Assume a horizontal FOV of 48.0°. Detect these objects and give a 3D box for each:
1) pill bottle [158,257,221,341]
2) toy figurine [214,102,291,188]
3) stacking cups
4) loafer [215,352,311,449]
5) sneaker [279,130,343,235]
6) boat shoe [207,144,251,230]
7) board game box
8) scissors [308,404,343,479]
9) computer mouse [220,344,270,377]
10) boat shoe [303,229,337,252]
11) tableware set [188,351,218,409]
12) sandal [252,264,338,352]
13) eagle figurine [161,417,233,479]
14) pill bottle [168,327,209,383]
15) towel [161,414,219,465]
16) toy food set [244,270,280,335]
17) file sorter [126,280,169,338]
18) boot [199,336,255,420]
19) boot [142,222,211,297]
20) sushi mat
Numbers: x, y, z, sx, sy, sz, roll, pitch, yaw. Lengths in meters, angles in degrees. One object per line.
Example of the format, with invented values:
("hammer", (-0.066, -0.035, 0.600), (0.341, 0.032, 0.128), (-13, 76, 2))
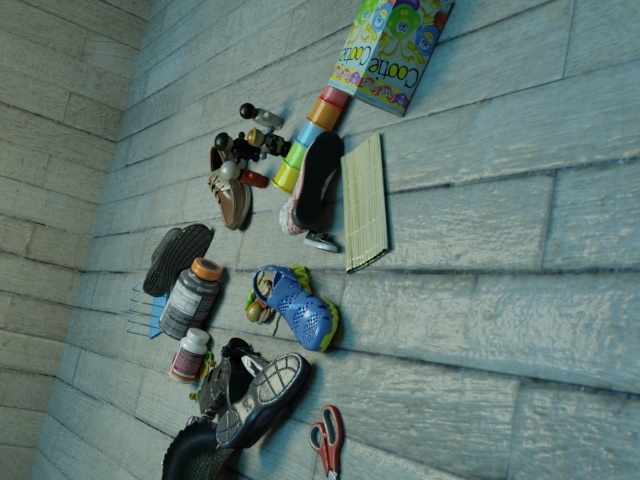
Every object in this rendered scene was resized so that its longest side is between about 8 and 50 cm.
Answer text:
("pill bottle", (-0.387, 0.175, 2.177), (0.246, 0.130, 0.130), (-62, 33, 16))
("toy figurine", (-0.204, -0.279, 2.095), (0.209, 0.148, 0.213), (-49, 37, 33))
("stacking cups", (-0.011, -0.265, 1.856), (0.316, 0.096, 0.096), (-59, 33, 13))
("loafer", (-0.122, 0.381, 1.693), (0.302, 0.095, 0.109), (-46, 41, 15))
("sneaker", (-0.031, -0.139, 1.806), (0.145, 0.090, 0.270), (-33, 38, 64))
("boat shoe", (-0.294, -0.167, 2.213), (0.123, 0.116, 0.324), (-47, 39, 35))
("board game box", (0.153, -0.440, 1.614), (0.144, 0.142, 0.275), (40, 109, 57))
("scissors", (0.029, 0.479, 1.468), (0.109, 0.021, 0.297), (-50, 36, 30))
("computer mouse", (-0.164, 0.313, 1.793), (0.193, 0.106, 0.042), (23, 96, 52))
("boat shoe", (0.000, 0.000, 1.730), (0.142, 0.049, 0.040), (17, 89, 61))
("tableware set", (-0.344, 0.406, 2.096), (0.154, 0.024, 0.104), (-64, 32, 15))
("sandal", (-0.068, 0.151, 1.679), (0.126, 0.138, 0.317), (-63, 34, 12))
("eagle figurine", (-0.283, 0.604, 1.755), (0.226, 0.225, 0.298), (-44, 51, 54))
("pill bottle", (-0.387, 0.342, 2.136), (0.086, 0.086, 0.152), (40, 110, 57))
("towel", (-0.317, 0.521, 1.832), (0.029, 0.197, 0.144), (25, 79, 25))
("toy food set", (-0.156, 0.160, 1.905), (0.192, 0.038, 0.132), (34, 104, 58))
("file sorter", (-0.606, 0.241, 2.517), (0.118, 0.104, 0.170), (-31, 50, 48))
("boot", (-0.252, 0.409, 1.900), (0.229, 0.091, 0.263), (-55, 27, 30))
("boot", (-0.491, 0.016, 2.445), (0.338, 0.118, 0.223), (-42, 27, 22))
("sushi mat", (0.098, -0.087, 1.647), (0.151, 0.019, 0.317), (-34, 48, 45))
